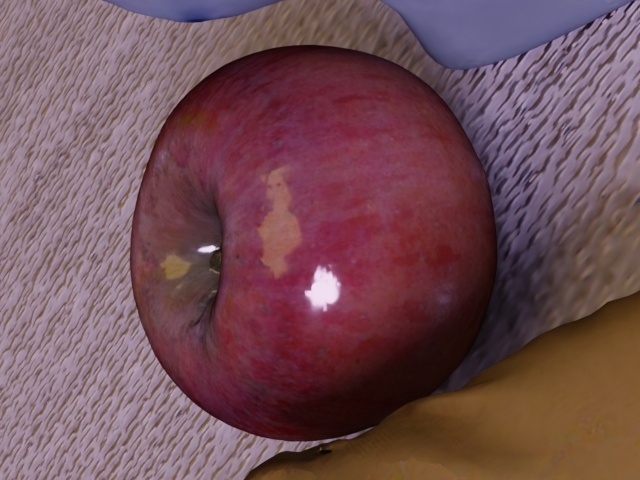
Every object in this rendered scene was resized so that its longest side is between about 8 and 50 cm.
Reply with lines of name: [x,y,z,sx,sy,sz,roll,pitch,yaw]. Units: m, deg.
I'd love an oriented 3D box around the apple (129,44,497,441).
apple: [0.000,0.000,0.659,0.153,0.120,0.153,2,93,57]

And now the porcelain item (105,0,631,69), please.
porcelain item: [-0.049,-0.196,0.569,0.242,0.405,0.179,-22,60,45]

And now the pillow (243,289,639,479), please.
pillow: [0.132,0.128,0.430,0.312,0.119,0.310,-26,52,17]
